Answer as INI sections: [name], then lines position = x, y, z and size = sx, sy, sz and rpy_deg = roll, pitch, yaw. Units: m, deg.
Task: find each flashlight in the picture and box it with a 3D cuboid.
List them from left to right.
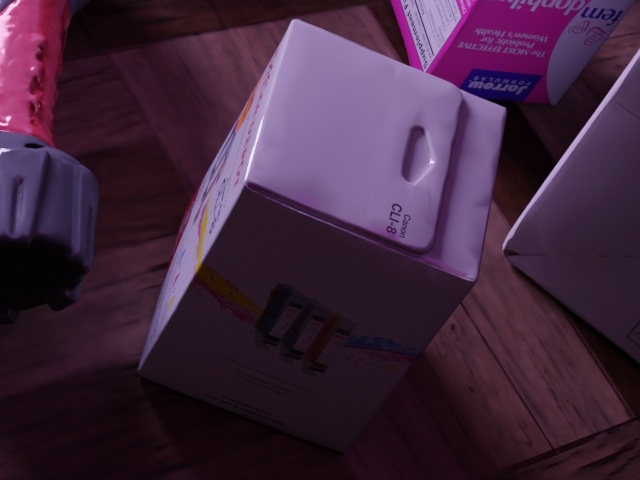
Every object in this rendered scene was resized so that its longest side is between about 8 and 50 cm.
[flashlight]
position = -0.154, -0.100, 1.025
size = 0.103, 0.103, 0.304
rpy_deg = 14, 49, -21

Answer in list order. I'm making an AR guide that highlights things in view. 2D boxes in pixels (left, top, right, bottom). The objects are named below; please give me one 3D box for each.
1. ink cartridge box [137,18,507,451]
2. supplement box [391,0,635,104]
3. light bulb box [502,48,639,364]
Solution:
[ink cartridge box]
position = 0.000, 0.000, 0.974
size = 0.127, 0.176, 0.128
rpy_deg = 23, 48, -10
[supplement box]
position = 0.140, -0.197, 1.171
size = 0.111, 0.220, 0.114
rpy_deg = 2, 56, -25
[light bulb box]
position = 0.371, -0.043, 1.167
size = 0.358, 0.225, 0.361
rpy_deg = 39, 47, 6
